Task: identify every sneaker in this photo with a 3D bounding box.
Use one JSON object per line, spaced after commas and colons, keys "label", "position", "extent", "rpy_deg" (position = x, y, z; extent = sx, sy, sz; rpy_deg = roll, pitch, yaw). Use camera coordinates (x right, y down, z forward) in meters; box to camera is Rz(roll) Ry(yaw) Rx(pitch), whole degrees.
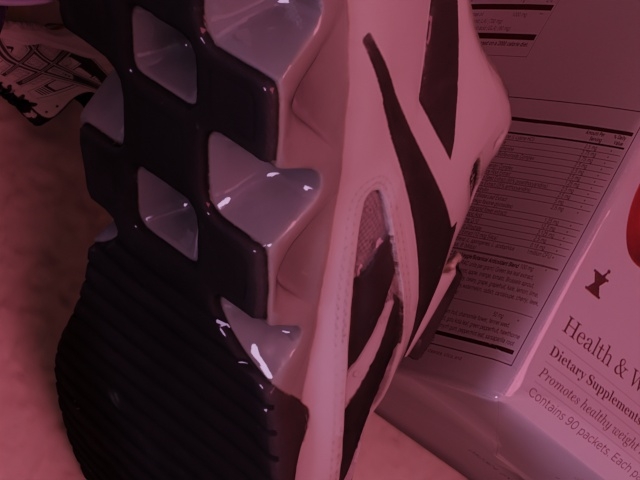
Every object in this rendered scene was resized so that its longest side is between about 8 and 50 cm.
{"label": "sneaker", "position": [-0.103, -0.058, 0.654], "extent": [0.083, 0.032, 0.037], "rpy_deg": [-1, 97, -35]}
{"label": "sneaker", "position": [0.000, 0.000, 0.621], "extent": [0.146, 0.122, 0.330], "rpy_deg": [-30, 145, -35]}

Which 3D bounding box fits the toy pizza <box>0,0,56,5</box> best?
{"label": "toy pizza", "position": [-0.136, -0.152, 0.563], "extent": [0.201, 0.032, 0.201], "rpy_deg": [34, 39, -33]}

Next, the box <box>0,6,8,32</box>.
{"label": "box", "position": [-0.225, 0.020, 0.535], "extent": [0.184, 0.103, 0.261], "rpy_deg": [21, 83, -33]}

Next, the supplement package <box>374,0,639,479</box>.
{"label": "supplement package", "position": [0.129, 0.009, 0.759], "extent": [0.194, 0.149, 0.203], "rpy_deg": [38, 75, -33]}
